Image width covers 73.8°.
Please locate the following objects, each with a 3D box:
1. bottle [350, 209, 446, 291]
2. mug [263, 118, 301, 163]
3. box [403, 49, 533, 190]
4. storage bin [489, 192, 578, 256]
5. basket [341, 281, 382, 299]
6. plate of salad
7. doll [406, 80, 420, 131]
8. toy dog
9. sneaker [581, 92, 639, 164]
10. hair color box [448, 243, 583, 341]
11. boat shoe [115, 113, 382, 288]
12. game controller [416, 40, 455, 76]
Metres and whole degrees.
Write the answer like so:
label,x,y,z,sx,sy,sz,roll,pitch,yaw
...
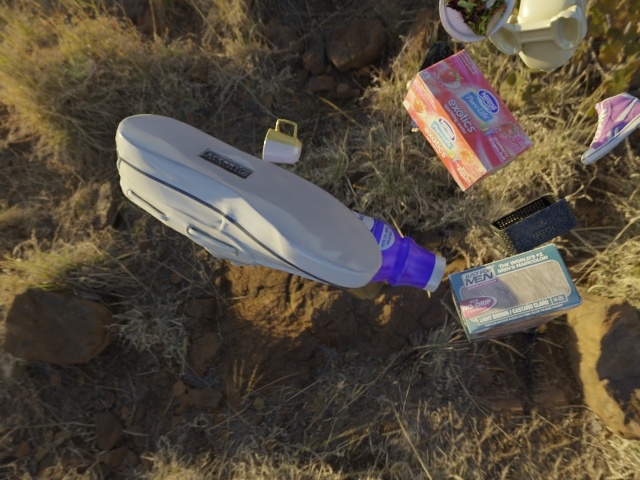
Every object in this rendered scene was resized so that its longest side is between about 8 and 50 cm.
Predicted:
label,x,y,z,sx,sy,sz,roll,pitch,yaw
bottle,0.078,0.014,0.765,0.283,0.092,0.118,20,48,4
mug,-0.069,-0.179,0.802,0.064,0.078,0.062,13,42,1
box,0.367,-0.302,1.088,0.154,0.142,0.299,-29,81,-10
storage bin,0.562,-0.043,1.134,0.180,0.122,0.084,-30,97,13
basket,0.107,0.089,1.278,0.205,0.227,0.154,-24,63,6
plate of salad,0.402,-0.607,1.080,0.200,0.199,0.048,-17,36,6
doll,0.362,-0.524,1.661,0.046,0.129,0.188,-14,107,-1
toy dog,0.823,-0.831,1.457,0.285,0.396,0.407,14,84,51
sneaker,1.045,-0.417,1.575,0.282,0.102,0.161,-44,73,8
hair color box,0.353,0.121,0.820,0.174,0.347,0.105,-20,69,13
boat shoe,-0.075,-0.020,0.399,0.268,0.088,0.096,26,37,3
game controller,0.421,-0.522,1.433,0.067,0.319,0.166,44,107,36
